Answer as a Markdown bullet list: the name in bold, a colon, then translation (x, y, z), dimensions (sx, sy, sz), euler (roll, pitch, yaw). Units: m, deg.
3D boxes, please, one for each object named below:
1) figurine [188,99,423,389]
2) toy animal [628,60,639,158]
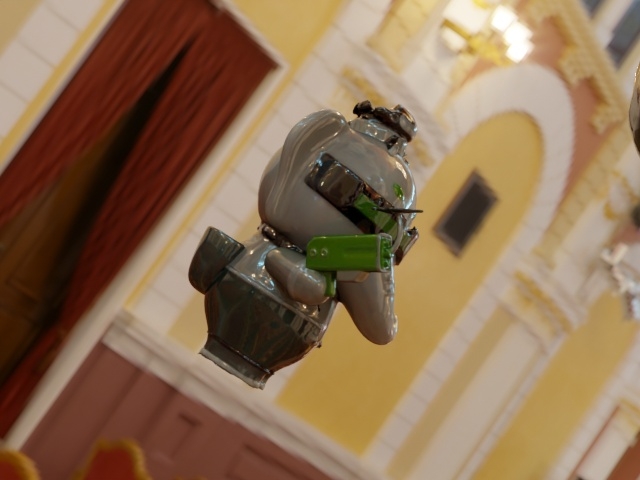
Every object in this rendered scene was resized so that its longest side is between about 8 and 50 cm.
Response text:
- **figurine**: translation (0.000, 0.000, 0.837), dimensions (0.126, 0.192, 0.147), euler (28, -7, 16)
- **toy animal**: translation (0.334, -0.088, 0.838), dimensions (0.338, 0.191, 0.216), euler (-15, -60, 46)
